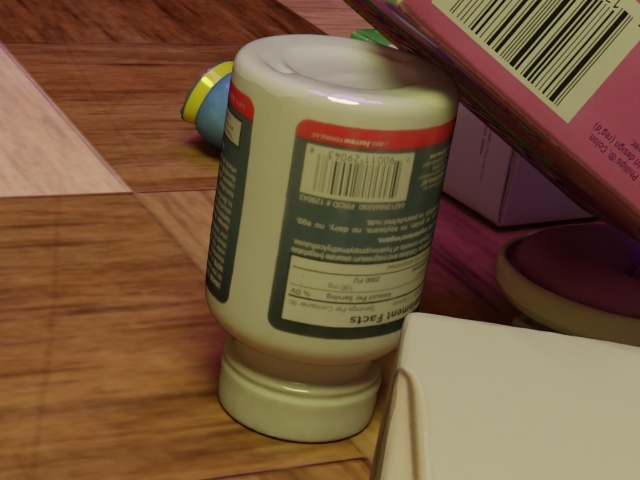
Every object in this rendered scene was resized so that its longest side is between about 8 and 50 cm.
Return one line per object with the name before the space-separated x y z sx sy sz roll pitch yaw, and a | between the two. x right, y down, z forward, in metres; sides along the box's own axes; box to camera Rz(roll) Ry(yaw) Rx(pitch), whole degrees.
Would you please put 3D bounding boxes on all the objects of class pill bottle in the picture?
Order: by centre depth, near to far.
pill bottle | 0.000 0.000 0.704 0.108 0.180 0.108 8 23 -3

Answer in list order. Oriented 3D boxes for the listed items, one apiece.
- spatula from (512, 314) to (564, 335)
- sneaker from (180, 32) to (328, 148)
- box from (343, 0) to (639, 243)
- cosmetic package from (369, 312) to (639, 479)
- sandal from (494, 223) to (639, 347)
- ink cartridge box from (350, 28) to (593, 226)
spatula | 0.190 0.084 0.790 0.242 0.019 0.168 28 30 37
sneaker | -0.021 -0.103 1.101 0.082 0.069 0.209 35 28 14
box | 0.132 -0.103 0.748 0.213 0.117 0.243 39 6 -14
cosmetic package | 0.054 0.158 0.383 0.113 0.160 0.309 10 22 2
sandal | 0.304 0.008 0.889 0.416 0.102 0.169 4 18 -16
ink cartridge box | 0.135 -0.092 1.091 0.153 0.086 0.208 -6 26 -32
